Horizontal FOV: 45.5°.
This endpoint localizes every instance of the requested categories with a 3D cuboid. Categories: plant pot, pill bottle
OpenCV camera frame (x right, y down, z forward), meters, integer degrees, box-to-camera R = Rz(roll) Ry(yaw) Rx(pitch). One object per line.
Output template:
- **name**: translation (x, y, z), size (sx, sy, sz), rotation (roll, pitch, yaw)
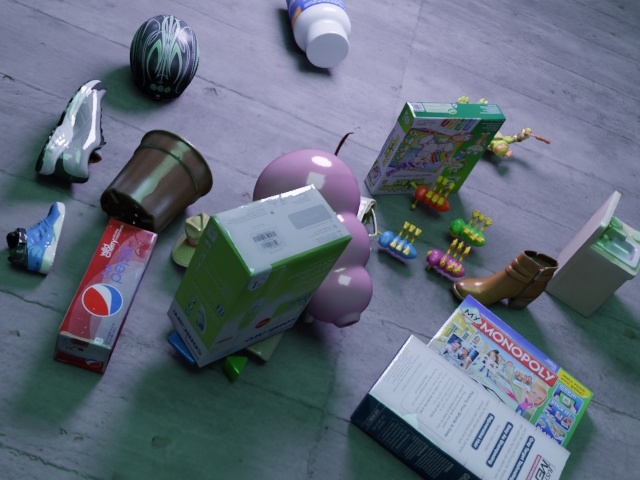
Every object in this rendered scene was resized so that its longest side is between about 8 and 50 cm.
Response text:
- **plant pot**: translation (-0.318, -0.096, 1.454), size (0.167, 0.167, 0.165), rotation (31, 54, 4)
- **pill bottle**: translation (-0.004, -0.586, 2.016), size (0.152, 0.152, 0.272), rotation (5, 49, -20)

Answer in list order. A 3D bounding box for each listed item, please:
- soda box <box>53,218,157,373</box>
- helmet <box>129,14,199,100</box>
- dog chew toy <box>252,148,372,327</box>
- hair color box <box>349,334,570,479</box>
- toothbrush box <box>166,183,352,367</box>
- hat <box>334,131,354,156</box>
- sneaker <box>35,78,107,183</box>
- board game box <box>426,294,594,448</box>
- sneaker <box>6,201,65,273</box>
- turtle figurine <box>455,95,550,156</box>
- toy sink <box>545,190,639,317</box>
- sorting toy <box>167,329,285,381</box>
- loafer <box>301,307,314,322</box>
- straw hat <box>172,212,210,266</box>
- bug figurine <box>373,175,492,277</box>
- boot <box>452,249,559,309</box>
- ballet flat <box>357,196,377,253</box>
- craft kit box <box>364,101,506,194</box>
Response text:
- **soda box**: translation (-0.366, 0.090, 1.312), size (0.092, 0.083, 0.263), rotation (19, 45, -8)
- **helmet**: translation (-0.347, -0.415, 1.706), size (0.169, 0.161, 0.169), rotation (13, 47, -14)
- **dog chew toy**: translation (0.000, 0.000, 1.416), size (0.206, 0.206, 0.332), rotation (-10, 71, -30)
- **hair color box**: translation (0.244, 0.344, 1.345), size (0.347, 0.105, 0.174), rotation (36, 47, 10)
- **toothbrush box**: translation (-0.106, 0.060, 1.251), size (0.206, 0.283, 0.122), rotation (-20, 66, -38)
- **hat**: translation (-0.028, -0.097, 1.555), size (0.173, 0.183, 0.208), rotation (7, 49, -18)
- **sneaker**: translation (-0.478, -0.216, 1.534), size (0.108, 0.100, 0.271), rotation (27, 47, -20)
- **board game box**: translation (0.362, 0.273, 1.503), size (0.317, 0.046, 0.213), rotation (39, 48, 11)
- **sneaker**: translation (-0.509, -0.015, 1.358), size (0.084, 0.058, 0.152), rotation (17, 52, -22)
- **turtle figurine**: translation (0.447, -0.284, 1.998), size (0.269, 0.087, 0.217), rotation (-7, 47, -18)
- **toy sink**: translation (0.630, 0.034, 1.699), size (0.131, 0.234, 0.153), rotation (34, 45, 8)
- **sorting toy**: translation (-0.148, 0.116, 1.415), size (0.196, 0.047, 0.347), rotation (31, 46, -1)
- **loafer**: translation (-0.014, 0.108, 1.483), size (0.039, 0.045, 0.125), rotation (17, 43, -19)
- **straw hat**: translation (-0.226, -0.018, 1.439), size (0.144, 0.061, 0.144), rotation (-10, 35, 7)
- **bug figurine**: translation (0.251, -0.018, 1.687), size (0.216, 0.072, 0.279), rotation (33, 48, 10)
- **boot**: translation (0.390, 0.076, 1.611), size (0.197, 0.152, 0.073), rotation (6, 50, -20)
- **ballet flat**: translation (0.074, -0.002, 1.583), size (0.086, 0.086, 0.248), rotation (21, 47, -6)
- **craft kit box**: translation (0.257, -0.205, 1.734), size (0.250, 0.246, 0.061), rotation (-4, 56, -26)
